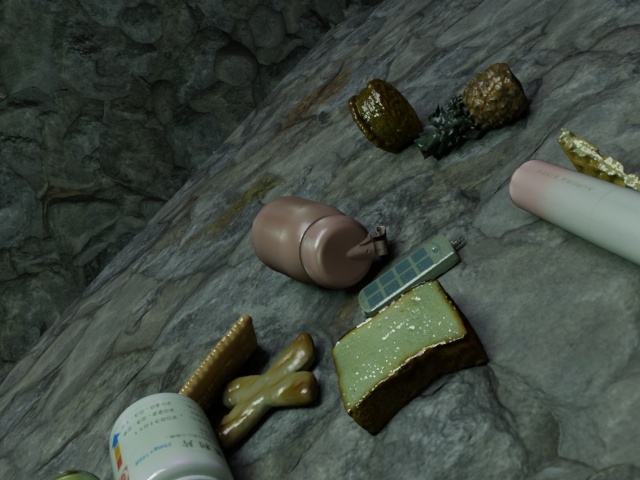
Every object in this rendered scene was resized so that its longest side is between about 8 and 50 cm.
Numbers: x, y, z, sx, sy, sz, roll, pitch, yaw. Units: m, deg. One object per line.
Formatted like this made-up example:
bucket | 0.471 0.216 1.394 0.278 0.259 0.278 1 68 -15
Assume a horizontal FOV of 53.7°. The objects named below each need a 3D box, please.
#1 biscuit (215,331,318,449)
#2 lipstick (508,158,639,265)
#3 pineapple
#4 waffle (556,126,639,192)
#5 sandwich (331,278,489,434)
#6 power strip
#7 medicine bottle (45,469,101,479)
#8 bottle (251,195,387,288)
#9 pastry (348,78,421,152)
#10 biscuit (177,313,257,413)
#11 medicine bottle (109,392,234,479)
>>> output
biscuit | -0.093 0.265 1.114 0.207 0.047 0.164 -32 28 15
lipstick | 0.387 -0.041 0.885 0.087 0.087 0.327 -40 23 0
pineapple | 0.313 -0.266 1.349 0.248 0.128 0.128 -33 25 28
waffle | 0.423 -0.099 0.895 0.032 0.125 0.191 -42 21 1
sandwich | 0.122 0.166 0.947 0.214 0.065 0.186 -38 23 7
power strip | 0.160 0.060 1.116 0.226 0.029 0.080 -37 24 8
medicine bottle | -0.380 0.493 1.012 0.151 0.151 0.322 -49 25 -18
bottle | 0.000 0.000 1.300 0.206 0.173 0.297 -13 13 -24
pastry | 0.160 -0.309 1.564 0.103 0.188 0.189 -38 22 27
biscuit | -0.202 0.263 1.197 0.250 0.030 0.160 -51 -18 -26
medicine bottle | -0.220 0.372 0.955 0.170 0.170 0.293 -42 29 -4
